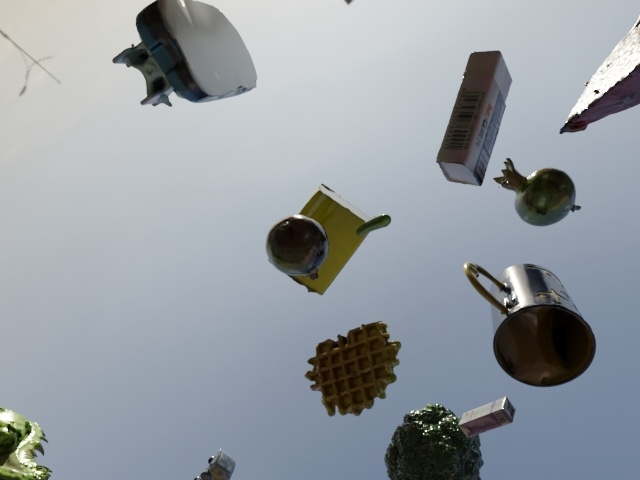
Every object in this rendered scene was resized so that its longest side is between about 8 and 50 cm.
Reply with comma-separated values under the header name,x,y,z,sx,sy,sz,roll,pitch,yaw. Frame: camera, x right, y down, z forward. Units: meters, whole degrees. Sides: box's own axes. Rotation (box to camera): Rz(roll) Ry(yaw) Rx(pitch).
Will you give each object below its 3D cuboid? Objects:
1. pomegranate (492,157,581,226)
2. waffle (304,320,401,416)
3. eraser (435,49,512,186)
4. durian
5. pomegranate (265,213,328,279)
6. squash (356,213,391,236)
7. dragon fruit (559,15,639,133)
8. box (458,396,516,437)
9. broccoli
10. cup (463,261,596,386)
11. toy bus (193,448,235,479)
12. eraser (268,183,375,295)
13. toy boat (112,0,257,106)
name,x,y,z,sx,sy,sz,roll,pitch,yaw
pomegranate,0.566,-0.136,1.161,0.156,0.156,0.220,-39,-111,2
waffle,0.086,0.360,1.281,0.283,0.065,0.310,23,-102,40
eraser,0.362,-0.283,1.028,0.086,0.130,0.287,14,-98,36
durian,-0.524,0.323,0.698,0.374,0.132,0.107,8,-126,22
pomegranate,-0.040,0.010,0.837,0.130,0.130,0.130,-14,-124,21
squash,0.103,-0.031,0.869,0.089,0.027,0.027,-22,-131,43
dragon fruit,0.583,-0.339,0.735,0.100,0.343,0.282,32,-108,4
box,0.357,0.380,0.946,0.117,0.050,0.036,-42,-99,36
broccoli,0.285,0.554,1.098,0.269,0.270,0.270,2,-119,-4
cup,0.438,0.128,0.943,0.178,0.255,0.256,-23,-169,22
toy bus,-0.298,0.648,1.173,0.075,0.064,0.190,35,-74,-1
eraser,0.000,0.000,1.018,0.226,0.158,0.069,-55,-170,17
toy boat,-0.183,-0.262,0.646,0.092,0.134,0.299,-24,-163,16
